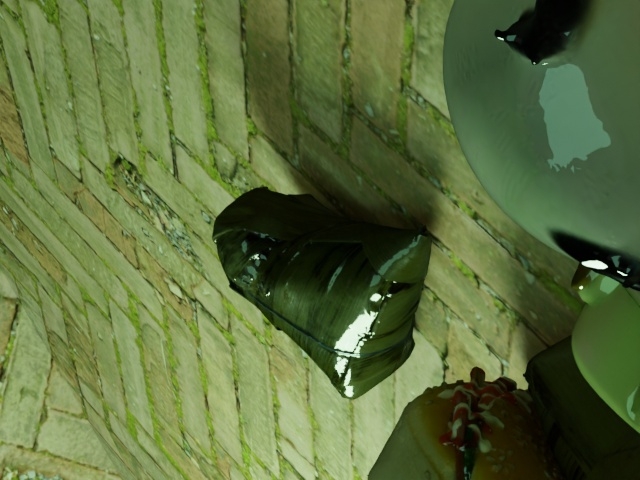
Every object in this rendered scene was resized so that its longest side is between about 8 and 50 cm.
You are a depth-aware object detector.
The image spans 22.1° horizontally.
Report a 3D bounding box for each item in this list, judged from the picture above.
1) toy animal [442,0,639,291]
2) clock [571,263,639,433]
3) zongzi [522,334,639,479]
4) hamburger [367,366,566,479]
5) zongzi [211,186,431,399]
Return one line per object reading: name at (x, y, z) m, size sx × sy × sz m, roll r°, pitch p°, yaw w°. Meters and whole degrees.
toy animal at (0.215, -0.113, 0.871) m, size 0.251 × 0.310 × 0.251 m, roll 44°, pitch 155°, yaw 27°
clock at (0.288, 0.087, 1.025) m, size 0.286 × 0.117 × 0.348 m, roll 22°, pitch -164°, yaw -26°
zongzi at (0.295, 0.226, 1.425) m, size 0.260 × 0.123 × 0.289 m, roll 54°, pitch 178°, yaw 35°
hamburger at (0.166, 0.227, 1.470) m, size 0.227 × 0.151 × 0.295 m, roll 52°, pitch -169°, yaw 13°
zongzi at (0.000, 0.000, 1.662) m, size 0.251 × 0.125 × 0.274 m, roll 40°, pitch 150°, yaw 19°
